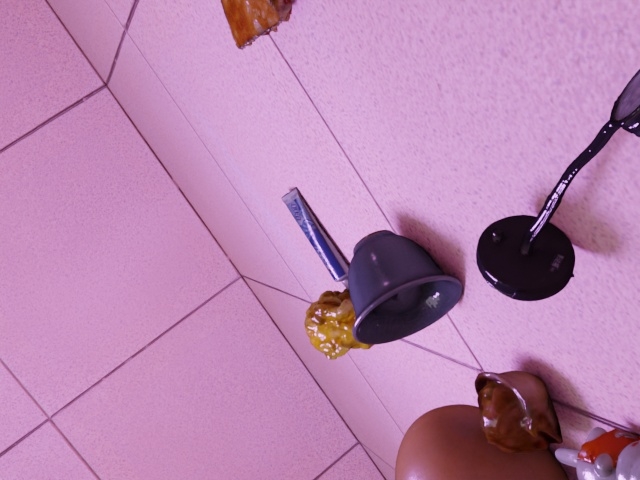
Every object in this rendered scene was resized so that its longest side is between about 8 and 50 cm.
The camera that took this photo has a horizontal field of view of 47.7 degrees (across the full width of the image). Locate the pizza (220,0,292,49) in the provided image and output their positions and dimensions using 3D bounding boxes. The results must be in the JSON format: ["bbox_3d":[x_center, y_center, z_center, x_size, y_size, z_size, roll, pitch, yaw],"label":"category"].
[{"bbox_3d":[-0.091,-0.357,1.075,0.193,0.053,0.201,45,153,34],"label":"pizza"}]

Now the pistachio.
[{"bbox_3d":[0.317,0.286,1.187,0.165,0.130,0.210,43,171,26],"label":"pistachio"}]

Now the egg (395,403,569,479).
[{"bbox_3d":[0.302,0.475,1.328,0.374,0.301,0.301,56,166,-3],"label":"egg"}]

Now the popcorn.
[{"bbox_3d":[0.051,0.186,1.699,0.155,0.198,0.197,71,163,-7],"label":"popcorn"}]

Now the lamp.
[{"bbox_3d":[0.266,-0.046,0.695,0.109,0.130,0.371,30,150,2],"label":"lamp"}]

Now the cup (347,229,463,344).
[{"bbox_3d":[0.119,0.063,1.228,0.199,0.199,0.150,78,169,-59],"label":"cup"}]

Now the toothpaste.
[{"bbox_3d":[0.000,0.000,1.676,0.268,0.047,0.069,57,178,-3],"label":"toothpaste"}]

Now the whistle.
[{"bbox_3d":[0.415,0.311,0.984,0.102,0.106,0.253,45,161,-8],"label":"whistle"}]
